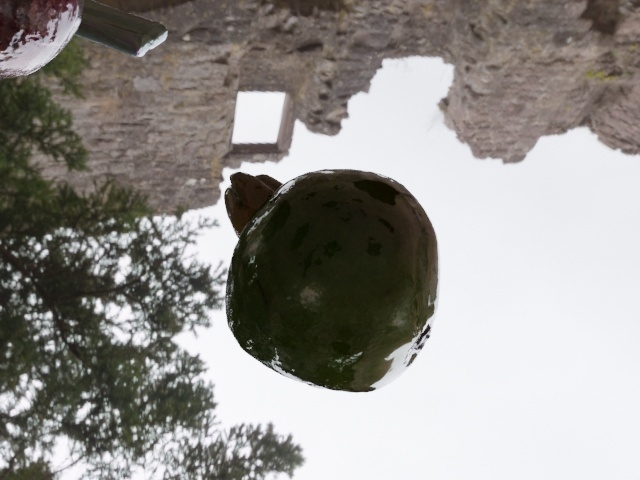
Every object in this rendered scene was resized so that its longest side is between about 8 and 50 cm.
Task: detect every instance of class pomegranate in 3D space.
[{"bbox_3d":[0.014,0.004,0.551,0.190,0.159,0.240,9,-152,-18],"label":"pomegranate"}]

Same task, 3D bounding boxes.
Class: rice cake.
[{"bbox_3d":[-0.364,-0.355,1.001,0.222,0.042,0.080,24,-127,15],"label":"rice cake"}]

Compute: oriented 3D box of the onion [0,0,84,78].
[{"bbox_3d":[-0.303,-0.236,0.486,0.195,0.217,0.140,4,-162,-1],"label":"onion"}]
